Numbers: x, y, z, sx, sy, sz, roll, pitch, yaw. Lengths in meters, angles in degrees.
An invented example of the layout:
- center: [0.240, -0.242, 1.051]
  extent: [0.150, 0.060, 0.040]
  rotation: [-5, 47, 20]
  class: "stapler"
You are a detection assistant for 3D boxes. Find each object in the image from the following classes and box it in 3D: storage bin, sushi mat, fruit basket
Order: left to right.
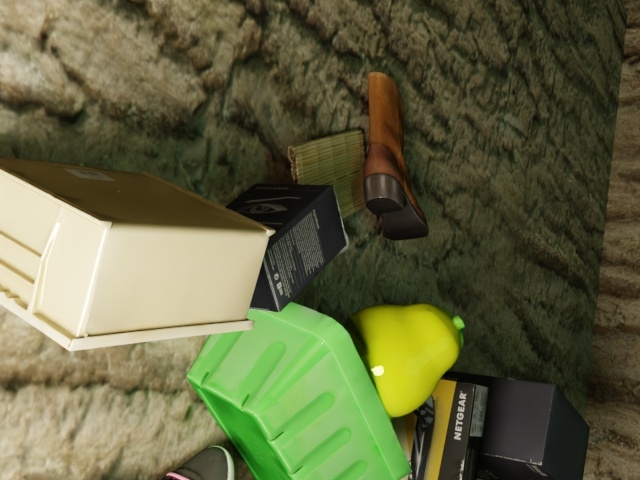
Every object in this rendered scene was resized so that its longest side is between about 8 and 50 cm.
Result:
- center: [-0.233, 0.000, 0.871]
  extent: [0.262, 0.260, 0.123]
  rotation: [1, 109, -57]
  class: "storage bin"
- center: [0.022, -0.109, 1.414]
  extent: [0.316, 0.019, 0.151]
  rotation: [-29, 115, -63]
  class: "sushi mat"
- center: [0.032, 0.210, 1.258]
  extent: [0.392, 0.283, 0.391]
  rotation: [-16, 114, -42]
  class: "fruit basket"

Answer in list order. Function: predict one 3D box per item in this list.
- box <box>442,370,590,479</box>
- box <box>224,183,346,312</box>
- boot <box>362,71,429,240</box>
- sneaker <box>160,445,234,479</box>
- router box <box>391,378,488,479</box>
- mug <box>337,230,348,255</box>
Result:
- center: [0.416, 0.443, 1.842]
  extent: [0.343, 0.313, 0.178]
  rotation: [43, 57, -50]
  class: "box"
- center: [-0.079, 0.004, 1.193]
  extent: [0.207, 0.153, 0.108]
  rotation: [-42, 127, -46]
  class: "box"
- center: [0.145, -0.158, 1.608]
  extent: [0.264, 0.096, 0.280]
  rotation: [35, 49, -52]
  class: "boot"
- center: [-0.222, 0.352, 1.045]
  extent: [0.296, 0.105, 0.146]
  rotation: [-47, 135, -39]
  class: "sneaker"
- center: [0.177, 0.412, 1.538]
  extent: [0.081, 0.243, 0.308]
  rotation: [24, 72, -55]
  class: "router box"
- center: [0.001, 0.004, 1.417]
  extent: [0.064, 0.078, 0.062]
  rotation: [-35, 154, -40]
  class: "mug"
